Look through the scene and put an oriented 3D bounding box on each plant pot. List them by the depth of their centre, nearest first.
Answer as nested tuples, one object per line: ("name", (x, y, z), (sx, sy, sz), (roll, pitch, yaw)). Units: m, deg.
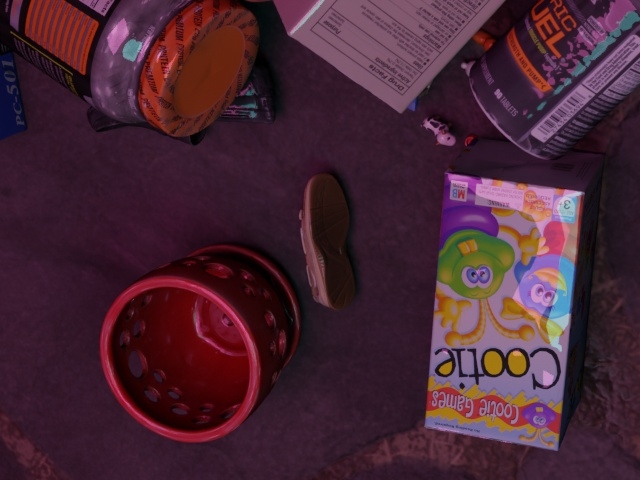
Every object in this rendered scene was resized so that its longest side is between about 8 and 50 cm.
("plant pot", (-0.120, 0.105, 1.976), (0.191, 0.174, 0.191), (7, 108, 22))

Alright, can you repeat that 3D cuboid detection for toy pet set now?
("toy pet set", (0.125, -0.161, 1.847), (0.114, 0.065, 0.122), (28, 115, 13))

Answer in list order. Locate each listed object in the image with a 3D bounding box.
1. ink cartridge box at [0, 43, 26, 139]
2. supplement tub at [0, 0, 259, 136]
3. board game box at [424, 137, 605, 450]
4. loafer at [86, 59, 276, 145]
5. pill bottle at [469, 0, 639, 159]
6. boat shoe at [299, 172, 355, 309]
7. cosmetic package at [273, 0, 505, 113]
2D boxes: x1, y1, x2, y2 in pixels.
("ink cartridge box", (-0.393, -0.214, 2.037), (0.046, 0.097, 0.207), (-2, 105, 24))
("supplement tub", (-0.228, -0.249, 1.872), (0.316, 0.193, 0.193), (35, 117, 23))
("board game box", (0.198, 0.052, 1.834), (0.142, 0.144, 0.275), (8, 109, 15))
("loafer", (-0.153, -0.140, 1.968), (0.223, 0.076, 0.078), (-10, 95, 22))
("pill bottle", (0.269, -0.201, 1.737), (0.130, 0.130, 0.246), (47, 117, 4))
("boat shoe", (0.002, 0.000, 1.963), (0.048, 0.056, 0.153), (14, 121, 52))
("cosmetic package", (0.112, -0.293, 1.720), (0.160, 0.113, 0.309), (33, 111, -31))
